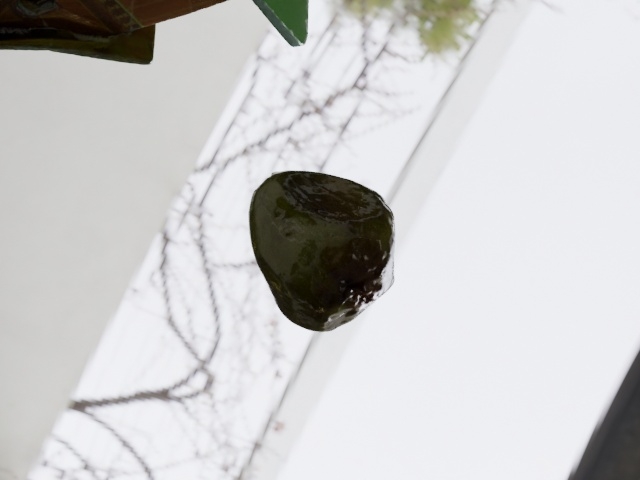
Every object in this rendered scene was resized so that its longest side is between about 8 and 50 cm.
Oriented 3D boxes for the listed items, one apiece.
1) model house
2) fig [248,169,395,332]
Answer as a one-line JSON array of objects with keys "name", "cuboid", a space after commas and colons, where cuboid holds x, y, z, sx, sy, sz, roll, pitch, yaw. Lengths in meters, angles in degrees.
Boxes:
[{"name": "model house", "cuboid": [-0.212, -0.330, 1.350, 0.323, 0.340, 0.300, -14, -123, 23]}, {"name": "fig", "cuboid": [0.000, 0.000, 1.537, 0.144, 0.166, 0.154, -44, -179, -34]}]
